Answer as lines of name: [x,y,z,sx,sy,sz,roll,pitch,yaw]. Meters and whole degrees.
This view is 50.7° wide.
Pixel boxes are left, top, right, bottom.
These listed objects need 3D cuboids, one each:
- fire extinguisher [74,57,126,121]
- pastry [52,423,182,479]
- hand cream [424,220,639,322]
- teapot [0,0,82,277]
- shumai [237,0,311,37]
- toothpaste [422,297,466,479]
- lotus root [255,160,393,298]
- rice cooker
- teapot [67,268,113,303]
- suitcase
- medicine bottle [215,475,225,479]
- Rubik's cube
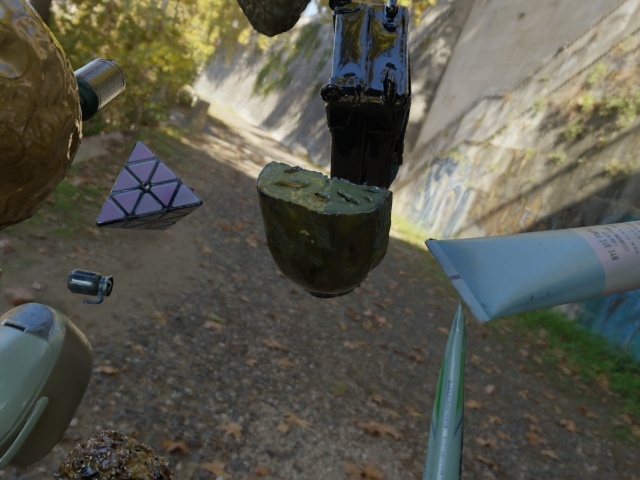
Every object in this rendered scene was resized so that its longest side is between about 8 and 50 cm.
fire extinguisher: [-0.500,-0.321,1.434,0.311,0.095,0.114,-94,159,-64]
pastry: [-0.346,0.464,1.234,0.275,0.275,0.193,27,25,16]
hand cream: [0.264,0.027,0.693,0.312,0.070,0.111,-6,45,-19]
teapot: [-0.273,-0.084,0.417,0.203,0.167,0.311,11,-37,20]
shumai: [-0.034,-0.360,0.807,0.161,0.209,0.153,20,36,40]
toothpaste: [0.157,0.222,0.832,0.048,0.297,0.075,6,-18,12]
lotus root: [-0.011,0.007,1.344,0.267,0.260,0.149,17,39,21]
rice cooker: [-0.363,0.179,0.809,0.145,0.206,0.127,7,-24,33]
teapot: [-0.462,0.089,1.348,0.083,0.049,0.063,9,27,1]
suitcase: [0.095,-0.313,1.477,0.188,0.345,0.339,2,-34,0]
medicine bottle: [-0.159,0.381,0.943,0.058,0.091,0.058,48,-18,20]
Rubik's cube: [-0.387,-0.092,1.363,0.178,0.211,0.190,-29,89,-37]
